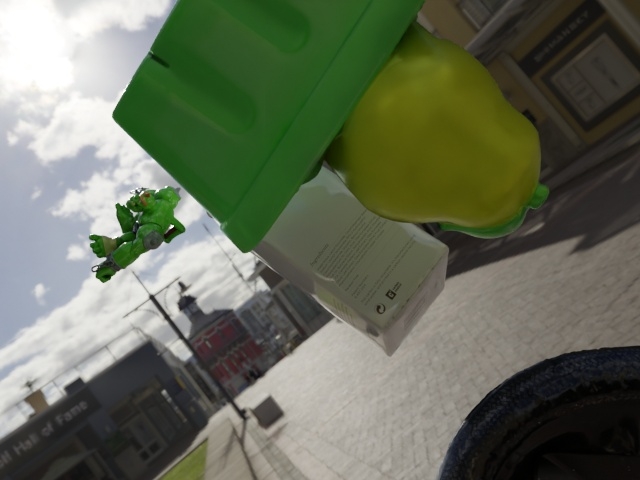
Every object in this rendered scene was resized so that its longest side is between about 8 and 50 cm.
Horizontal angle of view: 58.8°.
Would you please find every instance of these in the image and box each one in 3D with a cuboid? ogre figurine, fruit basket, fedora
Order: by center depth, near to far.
[{"bbox_3d":[0.256,0.245,0.463,0.334,0.334,0.152,-38,-19,-5],"label":"fedora"},{"bbox_3d":[0.037,-0.148,0.564,0.392,0.392,0.283,-39,20,4],"label":"fruit basket"},{"bbox_3d":[-0.287,-0.027,0.913,0.118,0.097,0.197,-21,18,21],"label":"ogre figurine"}]

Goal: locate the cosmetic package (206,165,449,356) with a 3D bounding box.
[{"bbox_3d":[0.000,0.000,0.877,0.155,0.365,0.197,-50,-20,-11],"label":"cosmetic package"}]
